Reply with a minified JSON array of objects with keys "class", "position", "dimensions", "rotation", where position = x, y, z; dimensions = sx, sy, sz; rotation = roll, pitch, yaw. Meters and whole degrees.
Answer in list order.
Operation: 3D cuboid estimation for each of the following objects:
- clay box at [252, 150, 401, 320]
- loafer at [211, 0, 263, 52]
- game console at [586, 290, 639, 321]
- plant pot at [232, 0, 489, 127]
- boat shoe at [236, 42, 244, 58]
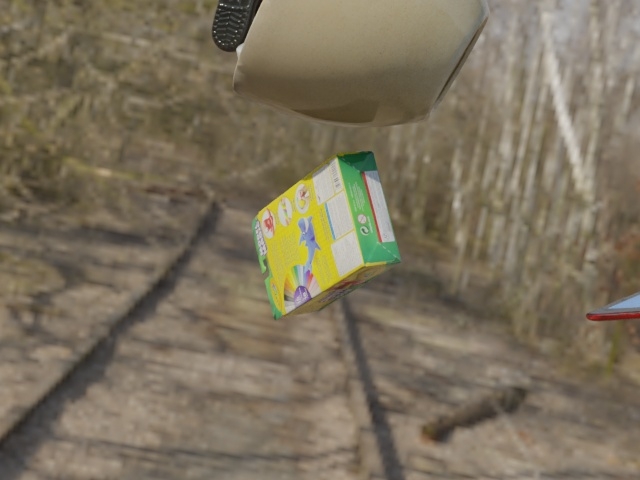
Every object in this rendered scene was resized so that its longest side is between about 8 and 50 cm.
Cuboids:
[{"class":"clay box","position":[0.000,0.000,1.696],"dimensions":[0.053,0.127,0.222],"rotation":[-6,-15,-30]},{"class":"loafer","position":[-0.082,-0.356,2.087],"dimensions":[0.080,0.220,0.078],"rotation":[26,8,34]},{"class":"game console","position":[0.260,0.008,1.050],"dimensions":[0.085,0.124,0.144],"rotation":[28,19,24]},{"class":"plant pot","position":[0.062,-0.228,1.613],"dimensions":[0.191,0.284,0.284],"rotation":[31,5,4]},{"class":"boat shoe","position":[0.005,-0.197,1.849],"dimensions":[0.267,0.088,0.096],"rotation":[5,28,41]}]
